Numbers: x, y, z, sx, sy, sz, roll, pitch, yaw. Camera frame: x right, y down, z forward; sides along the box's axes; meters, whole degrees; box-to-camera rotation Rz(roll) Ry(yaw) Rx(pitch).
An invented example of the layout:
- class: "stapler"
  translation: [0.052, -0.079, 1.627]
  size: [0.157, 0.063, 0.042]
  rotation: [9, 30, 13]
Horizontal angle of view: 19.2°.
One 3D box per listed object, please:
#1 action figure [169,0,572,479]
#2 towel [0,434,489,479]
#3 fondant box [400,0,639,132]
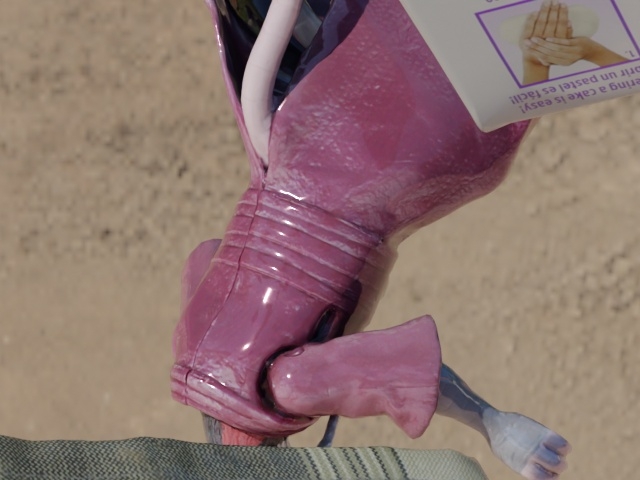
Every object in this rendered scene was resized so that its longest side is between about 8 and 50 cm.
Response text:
- class: "action figure"
  translation: [0.000, 0.000, 1.059]
  size: [0.248, 0.370, 0.275]
  rotation: [12, -12, 42]
- class: "towel"
  translation: [-0.018, 0.195, 0.596]
  size: [0.312, 0.056, 0.324]
  rotation: [7, 43, -33]
- class: "fondant box"
  translation: [0.036, -0.232, 0.625]
  size: [0.096, 0.330, 0.238]
  rotation: [-14, 47, 25]
